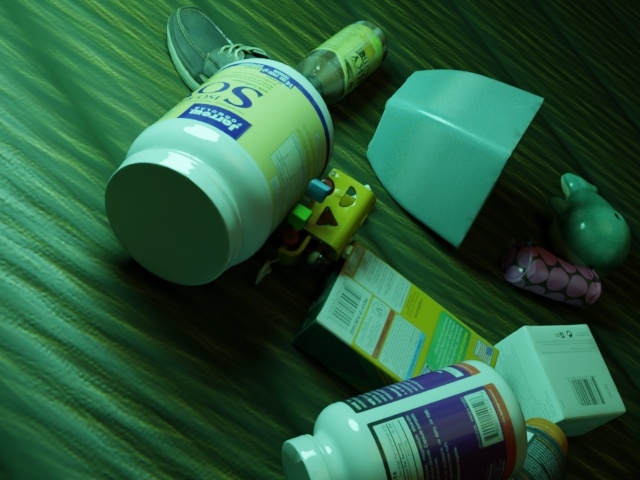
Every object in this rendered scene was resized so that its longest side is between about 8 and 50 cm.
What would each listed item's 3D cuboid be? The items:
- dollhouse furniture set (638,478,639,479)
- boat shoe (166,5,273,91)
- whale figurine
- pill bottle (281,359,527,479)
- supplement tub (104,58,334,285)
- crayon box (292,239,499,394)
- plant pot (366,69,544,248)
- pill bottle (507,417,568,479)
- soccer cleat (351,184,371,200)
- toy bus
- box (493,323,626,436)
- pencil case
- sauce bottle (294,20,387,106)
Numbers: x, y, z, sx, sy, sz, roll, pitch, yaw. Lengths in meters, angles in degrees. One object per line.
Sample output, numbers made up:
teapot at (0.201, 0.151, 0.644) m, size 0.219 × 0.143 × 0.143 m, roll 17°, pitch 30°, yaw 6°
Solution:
dollhouse furniture set at (0.647, 0.487, 1.516) m, size 0.303 × 0.286 × 0.198 m, roll -27°, pitch 78°, yaw -35°
boat shoe at (-0.133, -0.284, 1.598) m, size 0.355 × 0.130 × 0.132 m, roll 53°, pitch 42°, yaw 7°
whale figurine at (0.596, -0.050, 1.993) m, size 0.216 × 0.141 × 0.272 m, roll 29°, pitch 44°, yaw -18°
pill bottle at (0.117, 0.294, 1.284) m, size 0.323 × 0.181 × 0.181 m, roll -14°, pitch 67°, yaw -21°
supplement tub at (-0.145, -0.108, 1.373) m, size 0.241 × 0.241 × 0.331 m, roll 42°, pitch 42°, yaw -4°
crayon box at (0.131, 0.174, 1.495) m, size 0.323 × 0.083 × 0.203 m, roll 37°, pitch 43°, yaw -9°
plant pot at (0.239, -0.187, 1.752) m, size 0.252 × 0.247 × 0.247 m, roll 29°, pitch 42°, yaw 8°
pill bottle at (0.308, 0.378, 1.445) m, size 0.130 × 0.130 × 0.246 m, roll 52°, pitch 43°, yaw 6°
soccer cleat at (0.072, -0.077, 1.681) m, size 0.036 × 0.029 × 0.083 m, roll 35°, pitch 48°, yaw -19°
toy bus at (0.007, -0.011, 1.459) m, size 0.104 × 0.202 × 0.191 m, roll 32°, pitch 31°, yaw 5°
box at (0.419, 0.255, 1.636) m, size 0.181 × 0.119 × 0.181 m, roll 3°, pitch 57°, yaw -37°
pencil case at (0.470, 0.066, 1.847) m, size 0.209 × 0.095 × 0.098 m, roll 22°, pitch 32°, yaw -27°
sauce bottle at (0.018, -0.325, 1.770) m, size 0.111 × 0.111 × 0.344 m, roll 44°, pitch 44°, yaw -2°
